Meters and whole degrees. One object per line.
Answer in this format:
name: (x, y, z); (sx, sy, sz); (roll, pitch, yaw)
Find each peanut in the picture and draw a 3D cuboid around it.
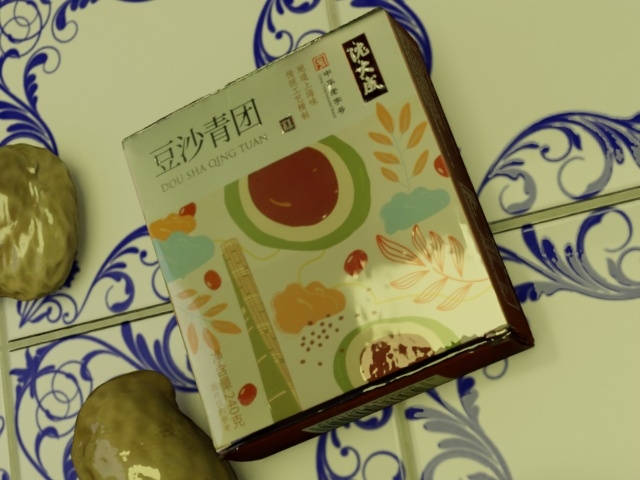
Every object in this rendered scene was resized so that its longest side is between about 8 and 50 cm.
peanut: (-0.407, -0.017, 1.570); (0.233, 0.110, 0.196); (-8, 82, 21)
peanut: (-0.169, 0.326, 1.378); (0.192, 0.169, 0.387); (-23, 69, 16)

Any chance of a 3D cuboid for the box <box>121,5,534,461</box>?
box: (0.000, 0.000, 1.393); (0.344, 0.122, 0.385); (-25, 71, 17)
